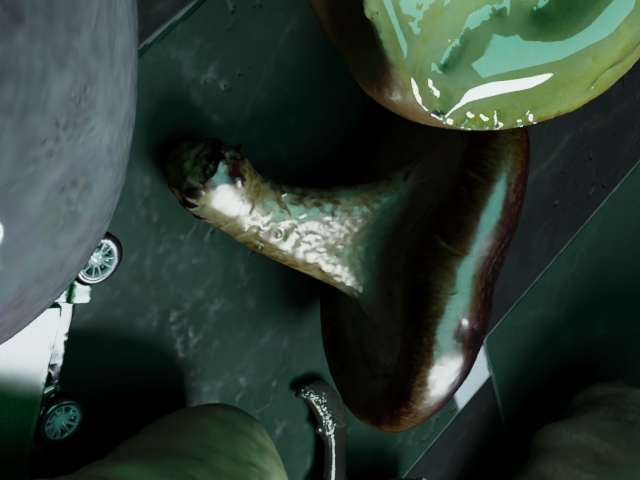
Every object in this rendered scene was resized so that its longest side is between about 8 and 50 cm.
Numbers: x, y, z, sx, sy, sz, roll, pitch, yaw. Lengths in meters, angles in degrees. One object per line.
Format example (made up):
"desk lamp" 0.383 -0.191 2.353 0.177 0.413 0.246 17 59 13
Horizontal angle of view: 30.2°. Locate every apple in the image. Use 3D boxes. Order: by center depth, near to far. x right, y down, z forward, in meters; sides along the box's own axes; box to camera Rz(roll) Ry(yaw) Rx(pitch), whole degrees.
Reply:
"apple" 0.080 -0.161 0.629 0.188 0.174 0.207 -21 105 -7

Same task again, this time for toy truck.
"toy truck" -0.153 0.043 0.565 0.079 0.065 0.147 0 113 -47

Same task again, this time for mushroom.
"mushroom" 0.000 0.000 0.699 0.217 0.148 0.227 7 97 -33

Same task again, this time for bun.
"bun" 0.275 0.284 1.117 0.360 0.211 0.359 -27 138 -27

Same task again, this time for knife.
"knife" 0.006 0.187 0.879 0.045 0.021 0.222 -32 130 -37

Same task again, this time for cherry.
"cherry" -0.156 -0.056 0.399 0.266 0.183 0.213 -62 166 -7

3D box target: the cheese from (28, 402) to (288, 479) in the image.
"cheese" -0.101 0.177 0.574 0.328 0.129 0.351 -46 169 -41

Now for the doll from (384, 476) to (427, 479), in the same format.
"doll" 0.062 0.241 0.941 0.227 0.075 0.102 78 34 -54
